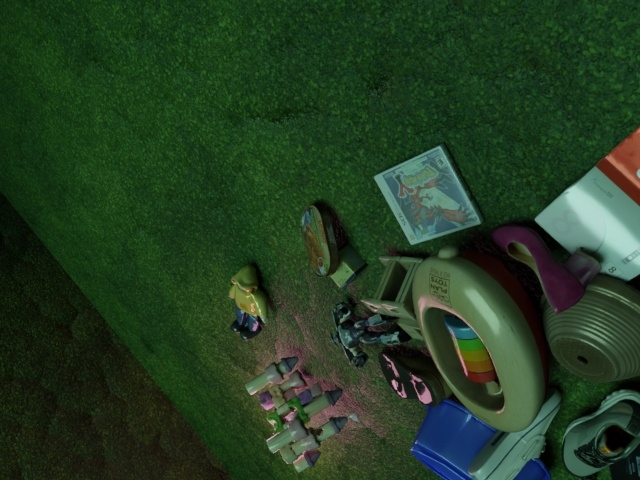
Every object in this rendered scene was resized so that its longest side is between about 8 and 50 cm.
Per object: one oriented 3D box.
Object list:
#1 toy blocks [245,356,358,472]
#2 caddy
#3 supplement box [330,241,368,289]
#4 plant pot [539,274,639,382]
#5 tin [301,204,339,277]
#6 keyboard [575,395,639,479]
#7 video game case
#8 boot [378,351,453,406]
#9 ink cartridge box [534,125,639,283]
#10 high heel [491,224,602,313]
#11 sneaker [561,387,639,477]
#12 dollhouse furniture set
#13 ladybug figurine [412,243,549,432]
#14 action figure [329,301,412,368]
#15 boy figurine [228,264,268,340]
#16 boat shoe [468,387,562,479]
[{"bbox_3d":[-0.040,0.546,1.840,0.289,0.260,0.309,56,178,44],"label":"toy blocks"},{"bbox_3d":[0.387,0.515,1.396,0.341,0.179,0.241,32,156,18],"label":"caddy"},{"bbox_3d":[0.063,0.067,1.482,0.083,0.056,0.083,47,140,9],"label":"supplement box"},{"bbox_3d":[0.505,0.181,1.044,0.237,0.110,0.237,33,151,21],"label":"plant pot"},{"bbox_3d":[0.000,0.000,1.457,0.106,0.040,0.190,-32,68,60],"label":"tin"},{"bbox_3d":[0.644,0.467,1.219,0.201,0.033,0.317,0,116,39],"label":"keyboard"},{"bbox_3d":[0.229,-0.093,1.228,0.201,0.023,0.184,-21,102,50],"label":"video game case"},{"bbox_3d":[0.254,0.341,1.464,0.305,0.115,0.112,4,115,66],"label":"boot"},{"bbox_3d":[0.512,-0.046,0.960,0.189,0.066,0.232,46,144,10],"label":"ink cartridge box"},{"bbox_3d":[0.387,0.050,1.060,0.244,0.117,0.082,34,164,51],"label":"high heel"},{"bbox_3d":[0.563,0.407,1.147,0.100,0.108,0.272,31,134,17],"label":"sneaker"},{"bbox_3d":[0.210,0.140,1.367,0.128,0.129,0.183,5,151,43],"label":"dollhouse furniture set"},{"bbox_3d":[0.344,0.193,1.184,0.305,0.161,0.450,21,138,55],"label":"ladybug figurine"},{"bbox_3d":[0.111,0.244,1.527,0.285,0.099,0.185,-25,93,48],"label":"action figure"},{"bbox_3d":[-0.235,0.202,1.851,0.177,0.092,0.285,35,140,25],"label":"boy figurine"},{"bbox_3d":[0.444,0.441,1.241,0.088,0.267,0.096,45,170,4],"label":"boat shoe"}]
